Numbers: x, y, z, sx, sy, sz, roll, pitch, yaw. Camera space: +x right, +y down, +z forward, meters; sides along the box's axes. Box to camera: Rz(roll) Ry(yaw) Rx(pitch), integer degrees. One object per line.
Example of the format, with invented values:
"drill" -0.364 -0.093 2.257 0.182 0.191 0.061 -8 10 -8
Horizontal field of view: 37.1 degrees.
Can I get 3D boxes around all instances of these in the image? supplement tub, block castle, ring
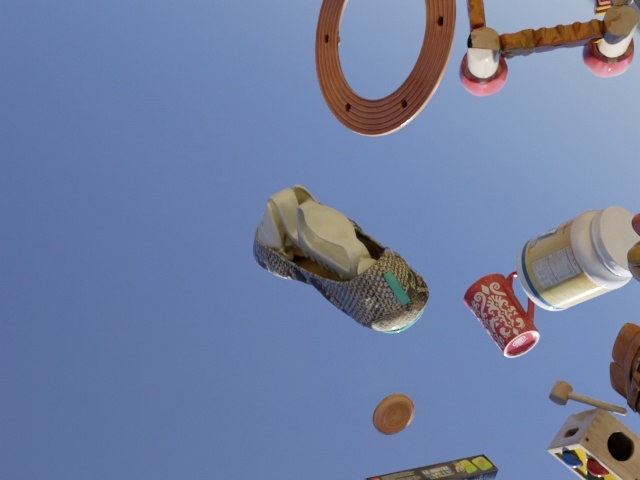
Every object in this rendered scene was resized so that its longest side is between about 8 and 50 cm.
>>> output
"supplement tub" 0.462 0.031 1.689 0.144 0.200 0.144 15 -119 -30
"block castle" 0.362 -0.491 1.620 0.303 0.453 0.213 -8 170 8
"ring" 0.102 -0.335 1.534 0.032 0.336 0.336 1 -145 -38

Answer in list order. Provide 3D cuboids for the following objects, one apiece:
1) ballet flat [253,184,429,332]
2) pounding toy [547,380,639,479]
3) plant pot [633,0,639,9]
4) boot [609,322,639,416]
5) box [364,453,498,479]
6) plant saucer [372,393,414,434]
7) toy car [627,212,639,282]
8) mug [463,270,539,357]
"ballet flat" 0.000 0.000 1.608 0.483 0.164 0.182 29 155 55
"pounding toy" 0.466 0.342 1.654 0.206 0.094 0.181 39 158 1
"plant pot" 0.352 -0.257 0.773 0.180 0.201 0.201 -27 -132 -15
"boot" 0.556 0.179 1.477 0.109 0.283 0.220 -5 -153 -18
"box" 0.138 0.359 1.294 0.207 0.114 0.036 -3 -151 -32
"plant saucer" 0.134 0.317 1.730 0.084 0.083 0.013 15 -167 -30
"toy car" 0.545 -0.004 1.405 0.182 0.136 0.159 6 166 0
"mug" 0.418 0.160 2.154 0.113 0.150 0.169 -7 -133 -25
